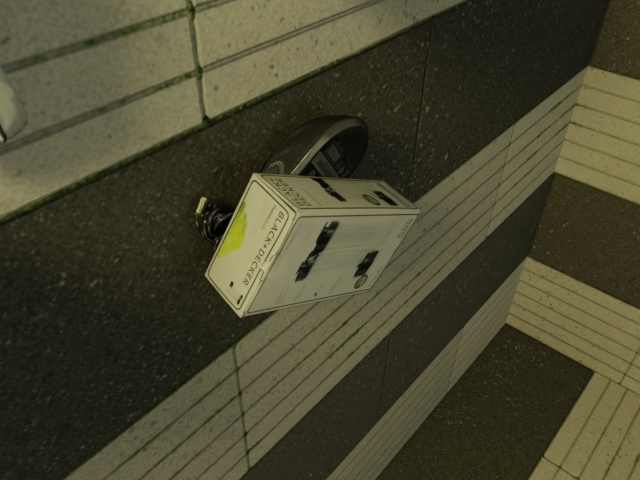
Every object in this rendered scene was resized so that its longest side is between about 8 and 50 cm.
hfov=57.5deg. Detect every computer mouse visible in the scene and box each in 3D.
[{"bbox_3d":[-0.050,-0.083,0.814,0.272,0.072,0.188,-44,150,-5],"label":"computer mouse"}]

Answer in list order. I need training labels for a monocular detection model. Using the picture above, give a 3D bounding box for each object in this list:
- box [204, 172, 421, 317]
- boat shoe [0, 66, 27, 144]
[{"bbox_3d":[0.000,0.000,0.818,0.290,0.087,0.169,-6,132,-50],"label":"box"},{"bbox_3d":[-0.289,-0.151,0.362,0.088,0.096,0.267,-50,157,-27],"label":"boat shoe"}]
